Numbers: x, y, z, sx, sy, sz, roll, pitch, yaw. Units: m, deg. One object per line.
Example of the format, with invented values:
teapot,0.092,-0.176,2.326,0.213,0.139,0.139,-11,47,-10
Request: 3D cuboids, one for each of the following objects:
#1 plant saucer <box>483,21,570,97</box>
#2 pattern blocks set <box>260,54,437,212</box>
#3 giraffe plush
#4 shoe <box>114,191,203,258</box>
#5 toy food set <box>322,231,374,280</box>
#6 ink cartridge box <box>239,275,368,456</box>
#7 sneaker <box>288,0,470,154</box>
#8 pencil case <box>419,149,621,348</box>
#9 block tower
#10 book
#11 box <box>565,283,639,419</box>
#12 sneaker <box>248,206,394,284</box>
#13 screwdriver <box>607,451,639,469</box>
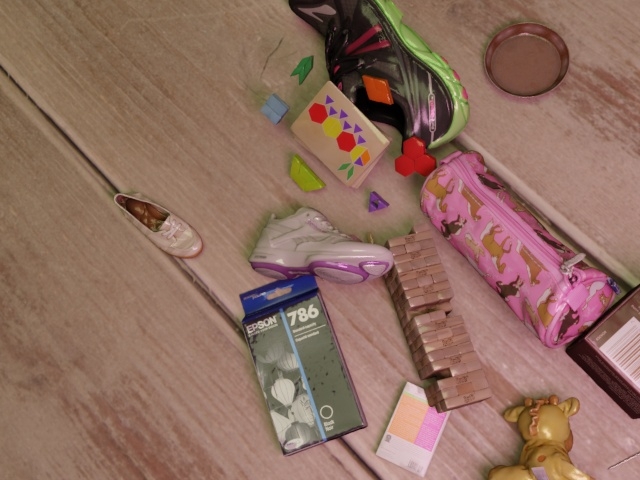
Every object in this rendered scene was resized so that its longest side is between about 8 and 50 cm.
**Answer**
plant saucer,0.417,-0.361,1.479,0.168,0.029,0.168,-2,76,10
pattern blocks set,0.043,-0.202,1.422,0.285,0.026,0.325,-36,93,33
giraffe plush,0.378,0.358,1.241,0.181,0.210,0.170,2,47,14
shoe,-0.338,-0.034,1.506,0.219,0.058,0.076,32,83,16
toy food set,0.052,0.028,1.446,0.122,0.019,0.078,-18,73,13
ink cartridge box,-0.043,0.222,1.388,0.165,0.065,0.332,-22,72,4
sneaker,0.083,-0.363,1.457,0.202,0.185,0.483,-40,72,-6
pencil case,0.328,0.004,1.270,0.386,0.160,0.167,53,127,38
block tower,0.200,0.142,1.336,0.097,0.091,0.335,-12,70,-14
book,0.173,0.345,1.335,0.096,0.035,0.144,24,81,10
box,0.544,0.181,1.224,0.167,0.203,0.168,-42,73,-3
sneaker,0.000,0.000,1.381,0.305,0.114,0.152,3,66,32
screwdriver,0.579,0.362,1.267,0.170,0.024,0.025,-32,44,2
